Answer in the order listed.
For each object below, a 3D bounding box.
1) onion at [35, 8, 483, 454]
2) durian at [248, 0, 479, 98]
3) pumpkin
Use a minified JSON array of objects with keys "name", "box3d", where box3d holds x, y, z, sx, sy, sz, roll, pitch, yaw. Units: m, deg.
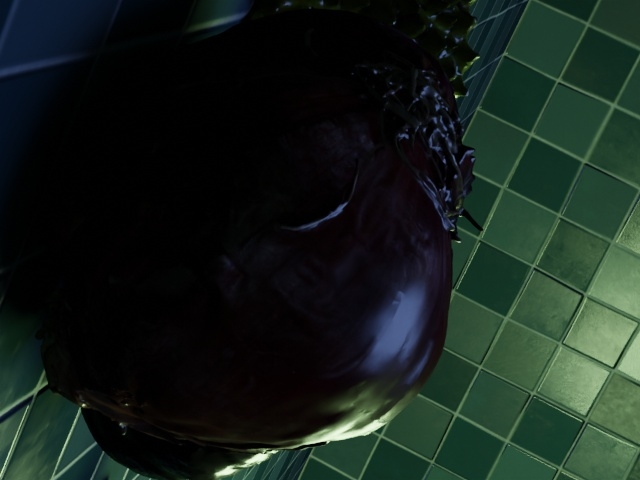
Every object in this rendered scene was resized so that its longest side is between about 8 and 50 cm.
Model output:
[{"name":"onion","box3d":[-0.024,-0.016,0.806,0.281,0.221,0.281,-43,-160,20]},{"name":"durian","box3d":[0.016,-0.138,1.045,0.169,0.158,0.355,-110,-138,-68]},{"name":"pumpkin","box3d":[-0.065,0.078,0.974,0.194,0.194,0.150,-55,145,-46]}]
